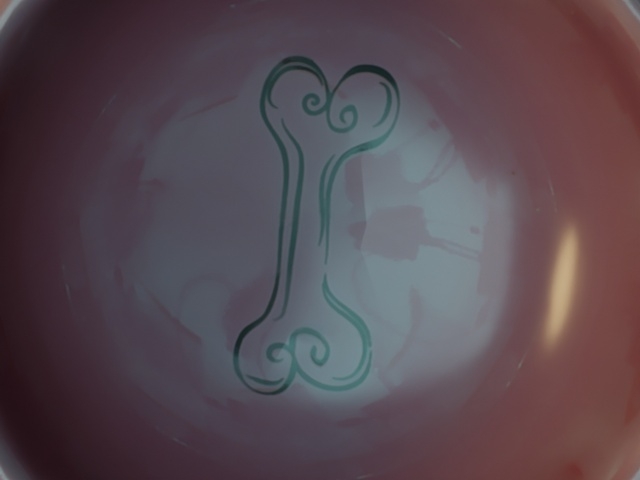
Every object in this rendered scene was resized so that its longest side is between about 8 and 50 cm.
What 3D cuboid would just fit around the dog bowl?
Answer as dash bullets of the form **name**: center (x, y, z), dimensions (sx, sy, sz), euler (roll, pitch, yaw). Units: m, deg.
- **dog bowl**: center (0.000, 0.000, 0.739), dimensions (0.408, 0.150, 0.408), euler (0, 95, -3)
